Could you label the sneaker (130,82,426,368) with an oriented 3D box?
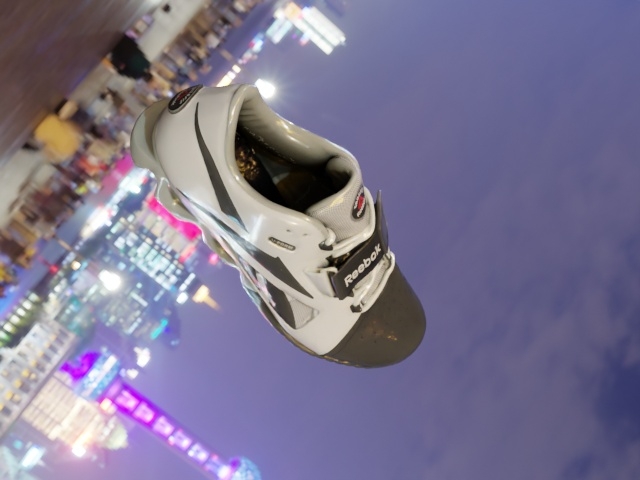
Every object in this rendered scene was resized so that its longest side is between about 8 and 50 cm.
[{"bbox_3d":[0.000,0.000,0.715,0.146,0.330,0.122,-11,-136,50],"label":"sneaker"}]
